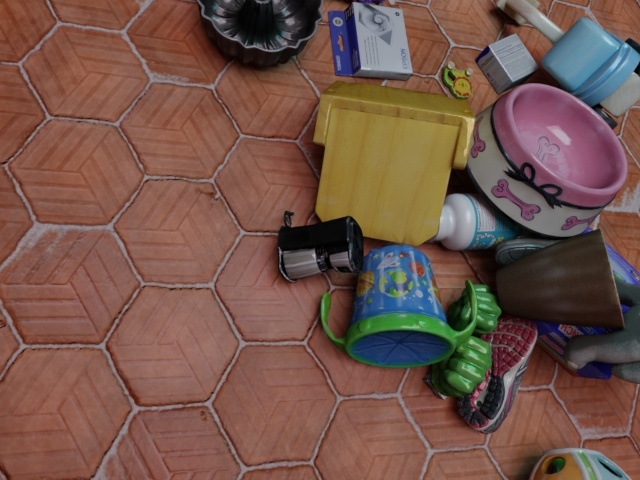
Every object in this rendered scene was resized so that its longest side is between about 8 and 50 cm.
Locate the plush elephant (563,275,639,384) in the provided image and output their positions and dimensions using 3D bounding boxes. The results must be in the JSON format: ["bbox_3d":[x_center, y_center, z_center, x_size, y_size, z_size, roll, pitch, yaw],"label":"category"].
[{"bbox_3d":[0.785,0.249,1.024,0.255,0.329,0.272,51,59,-22],"label":"plush elephant"}]

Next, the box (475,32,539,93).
[{"bbox_3d":[0.574,-0.544,1.399,0.126,0.072,0.137,-29,85,-21],"label":"box"}]

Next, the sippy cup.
[{"bbox_3d":[0.170,0.141,1.018,0.305,0.240,0.224,14,54,-16],"label":"sippy cup"}]

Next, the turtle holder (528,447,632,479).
[{"bbox_3d":[0.617,0.596,1.006,0.319,0.243,0.228,6,56,-4],"label":"turtle holder"}]

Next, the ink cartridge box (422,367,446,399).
[{"bbox_3d":[0.309,0.322,1.106,0.115,0.029,0.063,-41,88,-21],"label":"ink cartridge box"}]

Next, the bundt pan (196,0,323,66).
[{"bbox_3d":[-0.162,-0.597,1.184,0.330,0.124,0.331,4,74,-13],"label":"bundt pan"}]

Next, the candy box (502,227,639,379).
[{"bbox_3d":[0.685,0.157,1.207,0.268,0.122,0.317,42,68,-2],"label":"candy box"}]

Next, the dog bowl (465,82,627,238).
[{"bbox_3d":[0.565,-0.215,1.129,0.407,0.150,0.409,9,59,-14],"label":"dog bowl"}]

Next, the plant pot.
[{"bbox_3d":[0.530,0.103,1.030,0.215,0.230,0.216,31,52,-51],"label":"plant pot"}]

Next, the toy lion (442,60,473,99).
[{"bbox_3d":[0.412,-0.474,1.359,0.100,0.034,0.096,15,79,-10],"label":"toy lion"}]

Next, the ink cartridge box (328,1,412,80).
[{"bbox_3d":[0.143,-0.573,1.303,0.223,0.045,0.224,-3,76,-16],"label":"ink cartridge box"}]

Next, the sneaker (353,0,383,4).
[{"bbox_3d":[0.101,-0.729,1.315,0.236,0.095,0.105,-16,87,-20],"label":"sneaker"}]

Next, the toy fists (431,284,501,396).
[{"bbox_3d":[0.340,0.227,1.059,0.096,0.142,0.279,30,58,-5],"label":"toy fists"}]

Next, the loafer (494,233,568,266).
[{"bbox_3d":[0.561,0.025,1.135,0.267,0.096,0.084,3,43,-1],"label":"loafer"}]

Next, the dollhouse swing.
[{"bbox_3d":[0.169,-0.203,1.141,0.346,0.305,0.315,10,28,7],"label":"dollhouse swing"}]

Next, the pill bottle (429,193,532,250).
[{"bbox_3d":[0.401,-0.049,1.174,0.263,0.146,0.147,-2,75,-15],"label":"pill bottle"}]

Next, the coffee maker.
[{"bbox_3d":[0.000,0.000,1.025,0.178,0.120,0.172,-10,87,20],"label":"coffee maker"}]

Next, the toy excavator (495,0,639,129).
[{"bbox_3d":[0.730,-0.578,1.337,0.445,0.222,0.433,35,36,-11],"label":"toy excavator"}]

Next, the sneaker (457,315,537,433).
[{"bbox_3d":[0.432,0.318,1.103,0.299,0.120,0.112,-55,130,-14],"label":"sneaker"}]
